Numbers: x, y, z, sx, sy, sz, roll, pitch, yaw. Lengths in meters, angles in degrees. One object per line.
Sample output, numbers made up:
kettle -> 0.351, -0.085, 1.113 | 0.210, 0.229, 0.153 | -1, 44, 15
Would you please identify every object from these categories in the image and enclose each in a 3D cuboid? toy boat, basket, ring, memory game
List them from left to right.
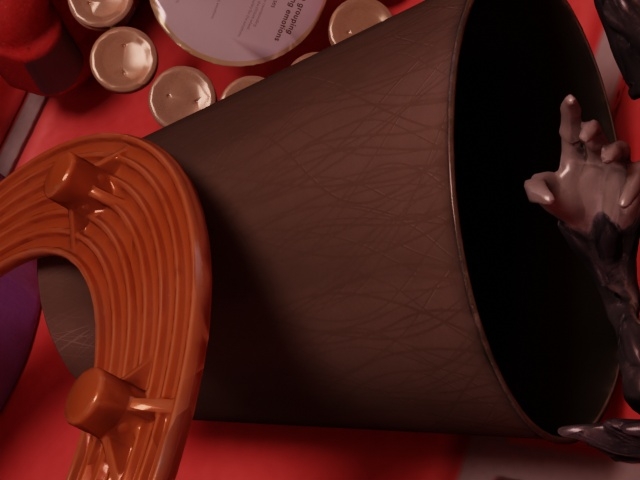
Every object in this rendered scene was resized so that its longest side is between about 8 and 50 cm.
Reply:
ring -> -0.163, 0.098, 0.579 | 0.337, 0.032, 0.336 | -34, 39, 33
toy boat -> -0.099, -0.180, 0.854 | 0.151, 0.151, 0.231 | 28, 78, 13
memory game -> -0.045, -0.142, 0.778 | 0.186, 0.012, 0.186 | 0, 81, -1
basket -> 0.000, 0.000, 0.633 | 0.227, 0.154, 0.204 | -12, 61, 34

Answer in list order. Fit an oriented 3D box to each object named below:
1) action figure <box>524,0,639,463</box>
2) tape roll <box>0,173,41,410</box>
action figure -> 0.160, -0.015, 0.533 | 0.164, 0.141, 0.275 | -10, 53, 15
tape roll -> -0.299, 0.050, 0.853 | 0.275, 0.090, 0.274 | -19, 51, 25
